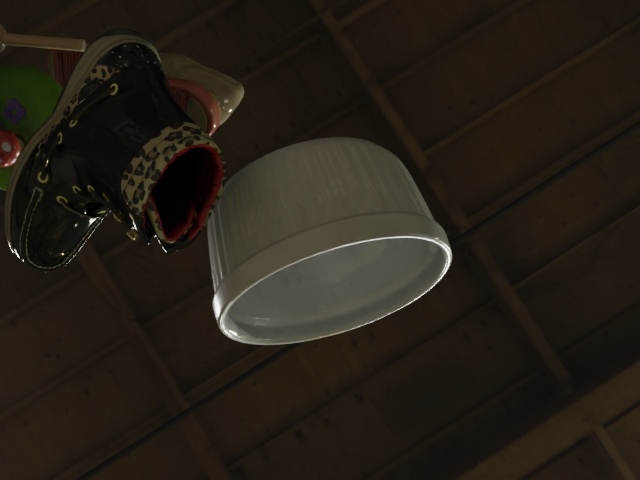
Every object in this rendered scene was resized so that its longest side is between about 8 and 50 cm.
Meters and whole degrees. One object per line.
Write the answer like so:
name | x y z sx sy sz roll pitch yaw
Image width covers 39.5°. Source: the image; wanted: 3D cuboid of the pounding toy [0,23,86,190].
pounding toy | -0.439 -0.181 1.228 0.183 0.110 0.236 13 -81 12

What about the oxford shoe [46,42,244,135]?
oxford shoe | -0.285 -0.251 1.436 0.348 0.130 0.123 23 -50 20

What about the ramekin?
ramekin | 0.000 0.000 0.772 0.207 0.207 0.109 -17 -113 0

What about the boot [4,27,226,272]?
boot | -0.175 -0.035 0.729 0.236 0.085 0.178 -58 -133 20
